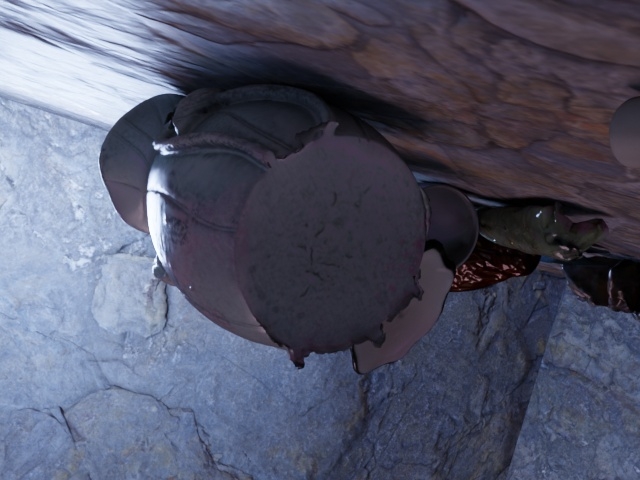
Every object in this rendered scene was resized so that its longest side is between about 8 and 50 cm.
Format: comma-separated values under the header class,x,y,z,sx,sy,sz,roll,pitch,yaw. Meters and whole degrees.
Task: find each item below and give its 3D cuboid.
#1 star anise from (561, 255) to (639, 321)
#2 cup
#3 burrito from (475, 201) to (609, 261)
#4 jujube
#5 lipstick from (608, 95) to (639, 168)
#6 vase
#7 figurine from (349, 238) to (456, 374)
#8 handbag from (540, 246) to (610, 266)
class,x,y,z,sx,sy,sz,roll,pitch,yaw
star anise,0.632,0.104,1.416,0.331,0.118,0.332,11,180,0
cup,0.133,-0.030,1.099,0.173,0.134,0.142,15,-177,-19
burrito,0.290,-0.016,0.996,0.096,0.066,0.309,22,180,-9
jujube,0.265,0.017,1.243,0.236,0.168,0.168,5,174,33
lipstick,0.185,-0.048,0.309,0.038,0.038,0.130,16,-178,-19
vase,-0.092,-0.049,0.758,0.250,0.250,0.445,16,-174,-33
figurine,0.000,0.000,0.981,0.231,0.324,0.340,-15,-140,-38
handbag,0.424,0.009,1.370,0.144,0.057,0.221,9,-176,-31
